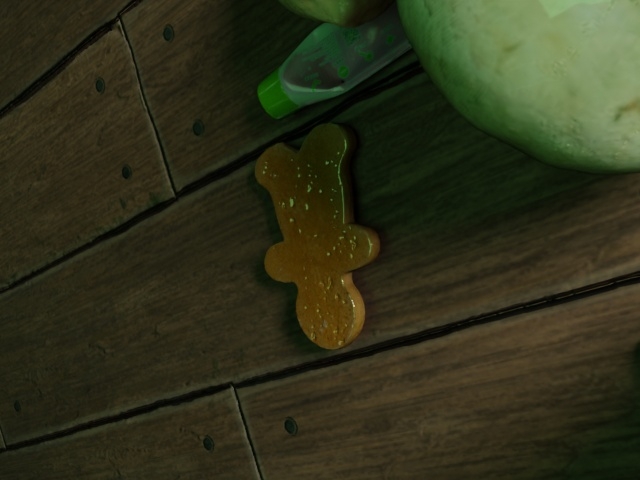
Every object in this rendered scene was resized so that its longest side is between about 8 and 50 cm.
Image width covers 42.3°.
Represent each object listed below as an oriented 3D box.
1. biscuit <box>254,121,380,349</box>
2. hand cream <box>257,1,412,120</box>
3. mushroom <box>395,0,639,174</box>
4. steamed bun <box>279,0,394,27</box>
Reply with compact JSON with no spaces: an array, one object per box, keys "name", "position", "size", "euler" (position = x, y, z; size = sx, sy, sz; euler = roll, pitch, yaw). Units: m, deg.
[{"name":"biscuit","position":[0.000,0.000,0.947],"size":[0.165,0.036,0.250],"euler":[-15,85,41]},{"name":"hand cream","position":[0.042,-0.216,0.874],"size":[0.275,0.050,0.079],"euler":[-29,105,34]},{"name":"mushroom","position":[0.216,-0.214,0.562],"size":[0.352,0.260,0.352],"euler":[0,84,0]},{"name":"steamed bun","position":[0.031,-0.274,0.796],"size":[0.231,0.212,0.110],"euler":[-17,129,43]}]
